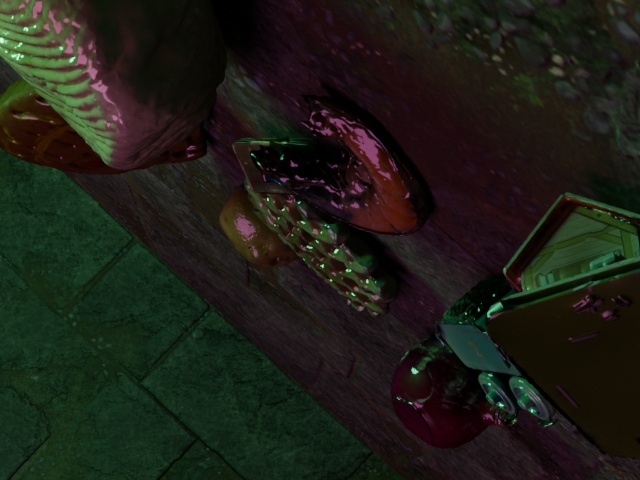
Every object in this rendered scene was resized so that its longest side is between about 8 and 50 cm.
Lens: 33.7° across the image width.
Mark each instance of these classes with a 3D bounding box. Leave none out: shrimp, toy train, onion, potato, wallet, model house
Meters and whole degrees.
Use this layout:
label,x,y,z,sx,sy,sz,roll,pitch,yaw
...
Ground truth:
label,x,y,z,sx,sy,sz,roll,pitch,yaw
shrimp,0.003,-0.102,1.305,0.290,0.054,0.222,20,152,37
toy train,0.235,0.126,1.274,0.163,0.112,0.203,51,165,-6
onion,0.218,0.263,1.691,0.218,0.140,0.195,24,150,44
potato,-0.115,-0.013,1.882,0.149,0.081,0.120,40,168,15
wallet,-0.047,-0.102,1.465,0.176,0.026,0.095,6,131,47
model house,0.288,0.055,0.930,0.207,0.154,0.294,-22,135,27

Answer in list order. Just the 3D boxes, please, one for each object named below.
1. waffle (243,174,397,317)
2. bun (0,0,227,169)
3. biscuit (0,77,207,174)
label,x,y,z,sx,sy,sz,roll,pitch,yaw
waffle,0.000,0.000,1.648,0.309,0.056,0.292,45,167,4
bun,-0.245,-0.253,1.231,0.349,0.227,0.352,28,157,48
biscuit,-0.347,-0.174,1.700,0.350,0.070,0.394,12,162,-27
